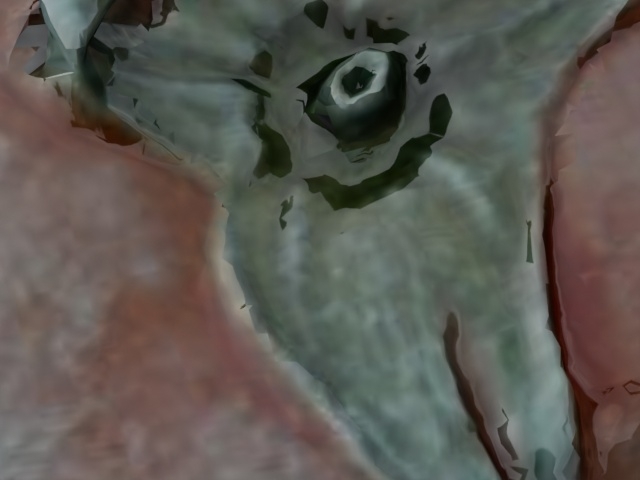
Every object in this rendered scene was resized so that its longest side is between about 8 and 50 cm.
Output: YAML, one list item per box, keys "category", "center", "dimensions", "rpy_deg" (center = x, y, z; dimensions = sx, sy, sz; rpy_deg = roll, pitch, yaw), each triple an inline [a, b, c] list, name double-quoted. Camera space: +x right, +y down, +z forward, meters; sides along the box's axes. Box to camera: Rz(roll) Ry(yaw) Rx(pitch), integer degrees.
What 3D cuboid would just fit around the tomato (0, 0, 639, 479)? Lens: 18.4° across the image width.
- category: "tomato"
  center: [0.000, 0.000, 0.520]
  dimensions: [0.316, 0.317, 0.282]
  rpy_deg: [-45, -13, -13]
